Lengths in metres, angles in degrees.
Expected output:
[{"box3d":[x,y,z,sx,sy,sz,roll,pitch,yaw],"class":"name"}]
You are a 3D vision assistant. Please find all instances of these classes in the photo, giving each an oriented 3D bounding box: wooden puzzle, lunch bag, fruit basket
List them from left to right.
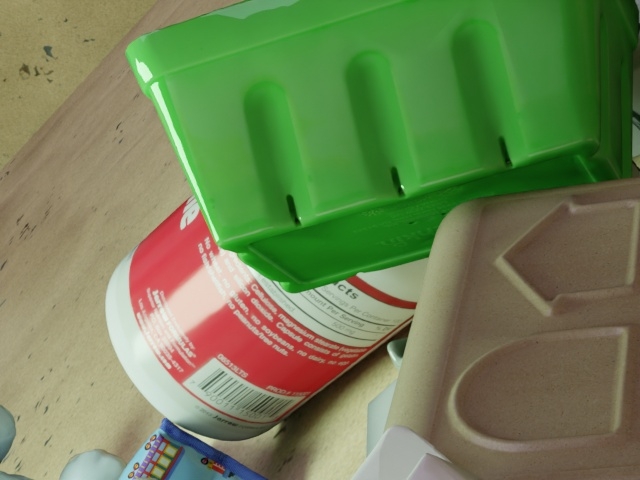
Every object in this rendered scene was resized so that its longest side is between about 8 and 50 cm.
[{"box3d":[-0.178,0.296,1.721,0.221,0.138,0.293,-60,11,-10],"class":"lunch bag"},{"box3d":[0.044,-0.183,1.338,0.392,0.392,0.283,-53,-24,-1],"class":"fruit basket"},{"box3d":[0.216,0.064,1.095,0.348,0.080,0.322,-11,30,21],"class":"wooden puzzle"}]

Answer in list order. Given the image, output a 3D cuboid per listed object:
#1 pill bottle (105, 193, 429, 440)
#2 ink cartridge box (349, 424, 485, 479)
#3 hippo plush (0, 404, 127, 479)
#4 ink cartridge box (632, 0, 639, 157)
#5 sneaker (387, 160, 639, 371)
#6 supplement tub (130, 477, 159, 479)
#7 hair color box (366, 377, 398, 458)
[{"box3d":[0.000,0.000,1.637,0.408,0.229,0.229,-40,23,33],"class":"pill bottle"},{"box3d":[0.085,0.254,0.877,0.353,0.119,0.207,37,91,30],"class":"ink cartridge box"},{"box3d":[-0.376,0.302,1.890,0.234,0.237,0.294,-52,2,34],"class":"hippo plush"},{"box3d":[0.292,-0.162,1.461,0.208,0.087,0.153,-26,32,54],"class":"ink cartridge box"},{"box3d":[0.158,0.025,1.395,0.262,0.121,0.099,-56,20,-7],"class":"sneaker"},{"box3d":[-0.150,0.351,1.435,0.272,0.191,0.191,-56,19,-9],"class":"supplement tub"},{"box3d":[0.129,0.197,1.178,0.185,0.114,0.374,-44,21,25],"class":"hair color box"}]
